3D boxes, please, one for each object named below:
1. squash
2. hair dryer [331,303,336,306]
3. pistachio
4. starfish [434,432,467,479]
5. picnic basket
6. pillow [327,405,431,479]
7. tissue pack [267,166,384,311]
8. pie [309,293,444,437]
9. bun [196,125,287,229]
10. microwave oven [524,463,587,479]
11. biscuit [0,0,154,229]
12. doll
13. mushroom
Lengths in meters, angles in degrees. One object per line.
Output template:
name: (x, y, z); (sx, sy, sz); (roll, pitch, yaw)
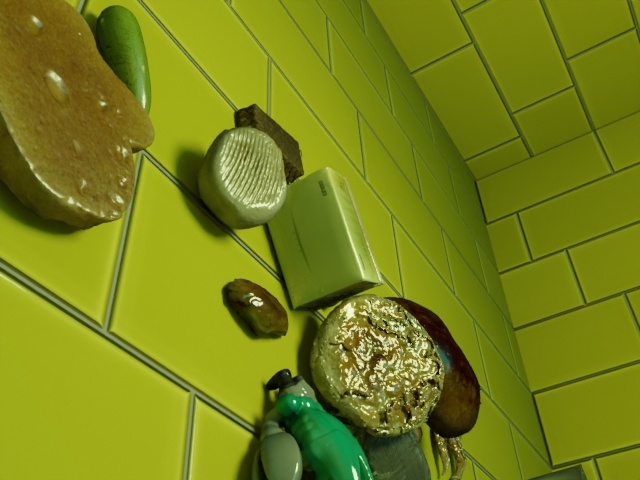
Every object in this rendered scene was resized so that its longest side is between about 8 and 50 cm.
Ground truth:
squash: (-0.293, -0.265, 1.056); (0.066, 0.066, 0.201); (15, 58, -64)
hair dryer: (-0.003, 0.065, 1.447); (0.150, 0.047, 0.071); (56, 20, 2)
pistachio: (-0.090, 0.117, 1.160); (0.173, 0.049, 0.089); (40, 34, -48)
starfish: (0.311, 0.435, 1.765); (0.299, 0.060, 0.302); (-15, 88, -62)
picnic basket: (-0.099, -0.199, 1.456); (0.193, 0.055, 0.110); (39, 35, -53)
pillow: (0.119, 0.409, 1.282); (0.161, 0.093, 0.335); (-34, 103, -40)
tissue pack: (0.000, 0.000, 1.338); (0.125, 0.159, 0.234); (15, 55, -65)
pie: (0.103, 0.221, 1.271); (0.274, 0.055, 0.274); (14, 53, -20)
bun: (-0.137, -0.102, 1.184); (0.166, 0.113, 0.173); (57, 46, -11)
microwave oven: (0.463, 0.680, 1.465); (0.236, 0.374, 0.432); (68, 17, 6)
biscuit: (-0.326, -0.173, 0.890); (0.287, 0.057, 0.343); (3, 65, -66)
doll: (-0.011, 0.325, 1.044); (0.195, 0.153, 0.258); (39, 12, -17)
mushroom: (0.215, 0.269, 1.511); (0.345, 0.239, 0.345); (169, -90, -90)
